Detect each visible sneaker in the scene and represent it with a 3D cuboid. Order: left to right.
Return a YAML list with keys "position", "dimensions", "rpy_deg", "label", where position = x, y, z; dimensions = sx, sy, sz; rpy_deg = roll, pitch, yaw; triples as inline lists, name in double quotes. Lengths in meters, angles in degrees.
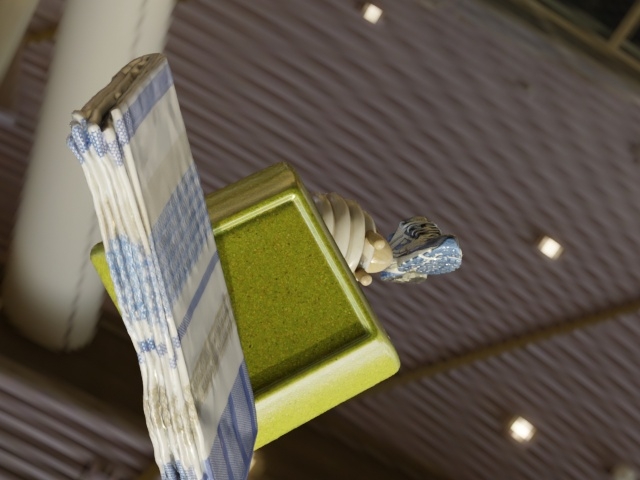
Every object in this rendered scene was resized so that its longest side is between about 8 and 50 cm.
- position: [0.090, 0.003, 1.663]
  dimensions: [0.052, 0.135, 0.058]
  rpy_deg: [6, -101, -21]
  label: "sneaker"

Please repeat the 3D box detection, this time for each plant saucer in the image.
- position: [-0.046, 0.046, 1.330]
  dimensions: [0.188, 0.045, 0.188]
  rpy_deg: [-26, -96, -29]
  label: "plant saucer"

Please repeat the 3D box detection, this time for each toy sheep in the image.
- position: [0.000, 0.000, 1.494]
  dimensions: [0.132, 0.091, 0.091]
  rpy_deg: [17, -145, -23]
  label: "toy sheep"

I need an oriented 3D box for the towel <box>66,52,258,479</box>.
- position: [-0.093, 0.032, 1.134]
  dimensions: [0.034, 0.285, 0.209]
  rpy_deg: [-11, -164, 8]
  label: "towel"
